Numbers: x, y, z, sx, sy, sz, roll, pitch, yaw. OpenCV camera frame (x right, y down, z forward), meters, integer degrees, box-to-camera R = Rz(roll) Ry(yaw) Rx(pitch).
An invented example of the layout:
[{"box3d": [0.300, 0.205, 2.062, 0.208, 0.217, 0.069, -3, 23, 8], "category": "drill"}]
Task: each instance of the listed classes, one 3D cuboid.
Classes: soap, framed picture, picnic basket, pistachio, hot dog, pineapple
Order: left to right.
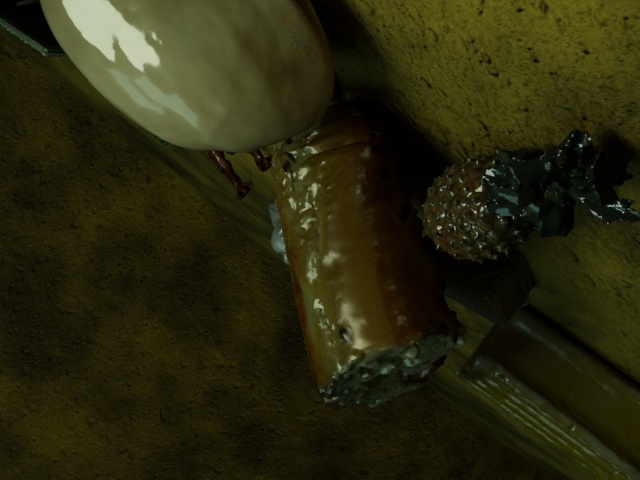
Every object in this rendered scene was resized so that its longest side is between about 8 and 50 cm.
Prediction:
[{"box3d": [-0.418, -0.357, 1.175, 0.231, 0.018, 0.293, 34, -155, 20], "category": "framed picture"}, {"box3d": [-0.126, -0.216, 0.708, 0.309, 0.230, 0.230, 43, 170, -9], "category": "pistachio"}, {"box3d": [0.050, 0.013, 0.904, 0.367, 0.196, 0.365, 79, 175, -71], "category": "hot dog"}, {"box3d": [0.223, 0.046, 1.025, 0.164, 0.079, 0.115, 31, 169, 38], "category": "picnic basket"}, {"box3d": [0.187, -0.043, 0.658, 0.125, 0.125, 0.251, 39, 164, -10], "category": "pineapple"}, {"box3d": [0.415, 0.277, 1.207, 0.335, 0.156, 0.293, 35, 173, 14], "category": "soap"}]

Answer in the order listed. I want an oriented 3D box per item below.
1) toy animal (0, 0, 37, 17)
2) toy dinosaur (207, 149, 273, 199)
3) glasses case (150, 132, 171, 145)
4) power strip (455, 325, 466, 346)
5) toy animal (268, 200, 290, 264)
[{"box3d": [-0.477, -0.429, 0.984, 0.212, 0.212, 0.266, 42, -159, -25], "category": "toy animal"}, {"box3d": [-0.189, -0.190, 1.397, 0.208, 0.097, 0.432, 52, 167, -2], "category": "toy dinosaur"}, {"box3d": [-0.405, -0.331, 1.525, 0.272, 0.095, 0.062, 43, 165, -33], "category": "glasses case"}, {"box3d": [0.232, 0.175, 1.702, 0.338, 0.058, 0.098, 28, 166, 50], "category": "power strip"}, {"box3d": [-0.005, 0.000, 1.481, 0.209, 0.154, 0.325, 19, -161, -19], "category": "toy animal"}]
